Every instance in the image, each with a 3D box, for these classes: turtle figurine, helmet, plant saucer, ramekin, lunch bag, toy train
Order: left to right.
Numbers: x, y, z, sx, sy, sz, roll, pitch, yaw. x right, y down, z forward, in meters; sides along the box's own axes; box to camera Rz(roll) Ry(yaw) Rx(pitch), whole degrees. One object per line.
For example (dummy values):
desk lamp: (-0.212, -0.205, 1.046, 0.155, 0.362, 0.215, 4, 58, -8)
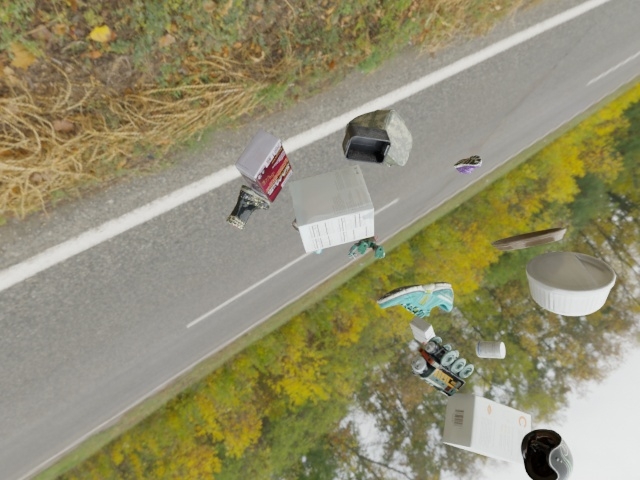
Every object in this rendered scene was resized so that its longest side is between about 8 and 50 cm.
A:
turtle figurine: (0.211, 0.033, 1.898, 0.175, 0.118, 0.234, -4, -177, -3)
lunch bag: (0.300, -0.521, 2.149, 0.305, 0.256, 0.212, 26, 81, -50)
toy train: (0.525, 0.549, 1.799, 0.190, 0.142, 0.334, -50, 127, 4)
plant saucer: (0.826, -0.003, 1.655, 0.278, 0.041, 0.278, -13, 179, 0)
helmet: (0.803, 0.775, 1.472, 0.170, 0.161, 0.169, -16, -175, 1)
ramekin: (0.889, 0.157, 1.496, 0.273, 0.127, 0.273, -9, -154, 4)

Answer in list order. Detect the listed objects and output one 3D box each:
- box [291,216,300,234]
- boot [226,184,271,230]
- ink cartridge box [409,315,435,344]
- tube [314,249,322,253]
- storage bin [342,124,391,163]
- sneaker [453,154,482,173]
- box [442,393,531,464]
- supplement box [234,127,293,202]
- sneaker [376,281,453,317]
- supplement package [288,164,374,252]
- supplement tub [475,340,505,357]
box: (-0.051, -0.084, 1.782, 0.060, 0.100, 0.244, -42, 179, -21)
boot: (-0.314, -0.128, 1.815, 0.178, 0.085, 0.236, -64, 161, -5)
ink cartridge box: (0.551, 0.489, 2.235, 0.063, 0.109, 0.150, -41, 131, -18)
tube: (0.000, 0.000, 2.045, 0.080, 0.052, 0.207, -13, 157, -16)
storage bin: (0.192, -0.403, 1.751, 0.180, 0.084, 0.122, 5, 137, -14)
sneaker: (0.691, -0.344, 1.919, 0.068, 0.071, 0.170, -43, -167, -8)
box: (0.735, 0.827, 1.833, 0.168, 0.345, 0.214, -32, -142, 58)
supplement box: (-0.159, -0.212, 1.228, 0.130, 0.073, 0.239, -58, 170, -7)
sneaker: (0.320, 0.199, 1.368, 0.276, 0.109, 0.107, -4, 170, -16)
supplement package: (0.042, -0.112, 1.513, 0.263, 0.199, 0.198, -14, 151, 0)
supplement tub: (0.737, 0.474, 1.807, 0.107, 0.070, 0.071, -9, -172, 38)
